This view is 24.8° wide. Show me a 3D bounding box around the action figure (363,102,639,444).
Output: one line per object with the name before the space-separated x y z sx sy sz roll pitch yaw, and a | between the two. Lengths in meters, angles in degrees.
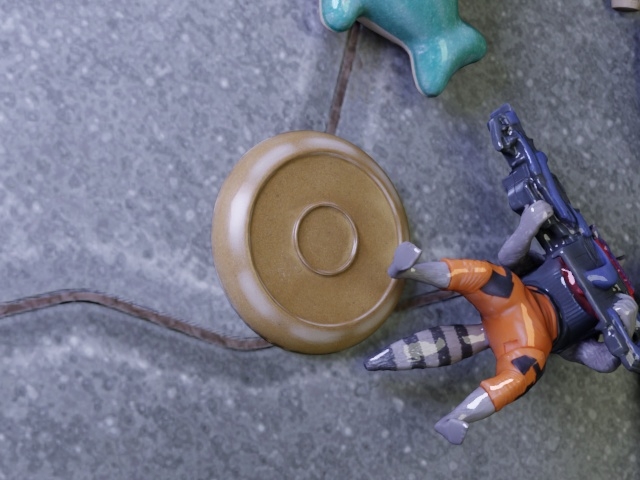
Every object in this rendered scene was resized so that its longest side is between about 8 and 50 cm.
action figure | 0.199 0.039 1.564 0.330 0.178 0.341 -12 71 -41

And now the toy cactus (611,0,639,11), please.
toy cactus | 0.384 -0.366 1.741 0.219 0.112 0.180 5 91 -37

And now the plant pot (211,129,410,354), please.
plant pot | 0.000 0.000 1.509 0.236 0.032 0.236 3 83 -28

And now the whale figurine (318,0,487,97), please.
whale figurine | 0.089 -0.288 1.532 0.216 0.141 0.272 -40 104 -27
